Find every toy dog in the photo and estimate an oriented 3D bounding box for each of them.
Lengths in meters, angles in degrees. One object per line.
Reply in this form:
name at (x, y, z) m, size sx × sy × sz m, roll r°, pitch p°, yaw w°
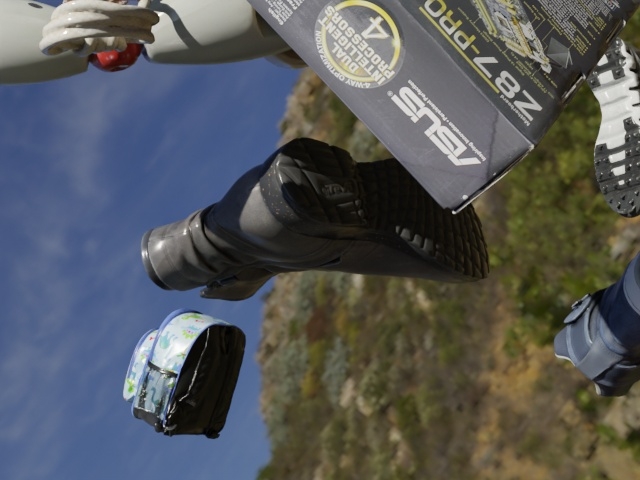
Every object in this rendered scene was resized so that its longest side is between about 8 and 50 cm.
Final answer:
toy dog at (-0.118, -0.222, 0.997) m, size 0.334 × 0.161 × 0.220 m, roll -7°, pitch -3°, yaw -35°

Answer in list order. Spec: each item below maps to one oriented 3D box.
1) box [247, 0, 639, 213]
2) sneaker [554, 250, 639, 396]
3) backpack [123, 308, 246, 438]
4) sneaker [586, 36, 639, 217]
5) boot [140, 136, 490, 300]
box at (0.046, -0.248, 0.899) m, size 0.097 × 0.395 × 0.318 m, roll -42°, pitch 4°, yaw 37°
sneaker at (0.300, 0.048, 1.107) m, size 0.226 × 0.086 × 0.163 m, roll -34°, pitch -21°, yaw -43°
backpack at (-0.132, 0.125, 1.182) m, size 0.105 × 0.084 × 0.114 m, roll 19°, pitch -89°, yaw -60°
sneaker at (0.393, -0.143, 1.521) m, size 0.106 × 0.234 × 0.078 m, roll 3°, pitch -13°, yaw -40°
boot at (0.000, 0.000, 1.248) m, size 0.338 × 0.118 × 0.223 m, roll 20°, pitch -36°, yaw -41°
